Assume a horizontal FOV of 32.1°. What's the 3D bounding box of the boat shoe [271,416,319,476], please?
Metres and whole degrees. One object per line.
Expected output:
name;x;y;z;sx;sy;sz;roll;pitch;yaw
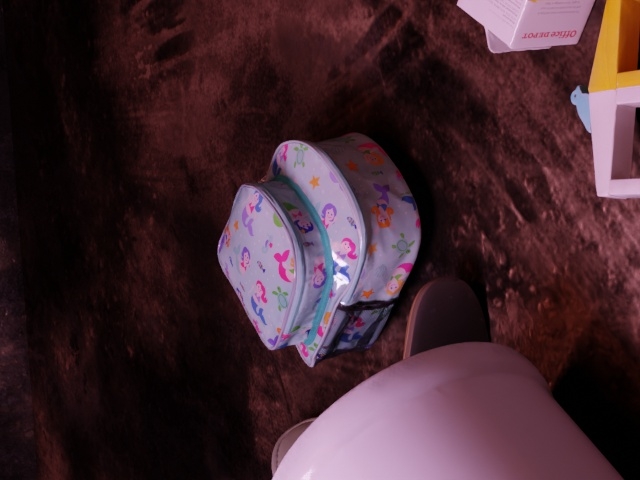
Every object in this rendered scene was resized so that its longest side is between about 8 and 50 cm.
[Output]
boat shoe;0.044;0.340;1.414;0.340;0.127;0.113;26;149;58

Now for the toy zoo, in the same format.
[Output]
toy zoo;0.318;-0.131;0.913;0.293;0.030;0.192;3;89;57

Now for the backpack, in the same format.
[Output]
backpack;0.000;0.000;1.337;0.225;0.191;0.253;58;136;32

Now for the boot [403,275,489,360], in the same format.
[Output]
boot;0.123;0.181;1.267;0.115;0.112;0.305;-151;55;-63

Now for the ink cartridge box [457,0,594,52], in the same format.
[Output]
ink cartridge box;0.200;-0.249;1.038;0.090;0.092;0.143;50;136;38

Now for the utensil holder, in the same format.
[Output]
utensil holder;0.170;0.338;0.993;0.385;0.328;0.327;53;139;42
